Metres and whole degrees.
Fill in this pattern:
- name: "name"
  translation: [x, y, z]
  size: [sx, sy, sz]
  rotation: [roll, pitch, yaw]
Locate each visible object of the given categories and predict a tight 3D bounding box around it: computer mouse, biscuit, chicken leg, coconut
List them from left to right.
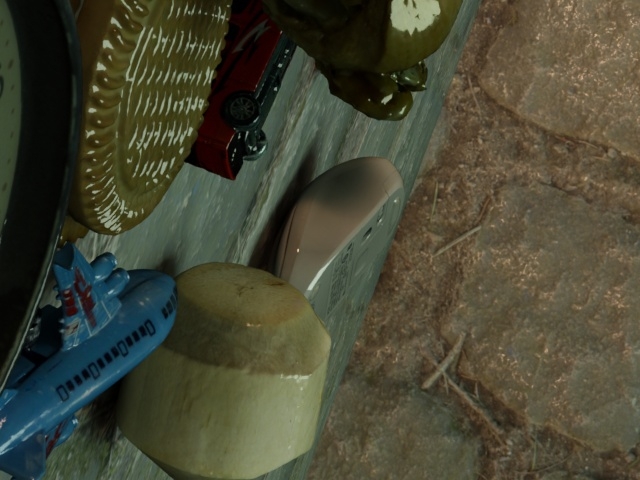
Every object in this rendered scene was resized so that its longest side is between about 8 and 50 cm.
- name: "biscuit"
  translation: [-0.131, -0.115, 0.947]
  size: [0.259, 0.079, 0.259]
  rotation: [19, 90, -81]
- name: "coconut"
  translation: [-0.095, 0.143, 1.357]
  size: [0.202, 0.202, 0.222]
  rotation: [-49, 156, -66]
- name: "computer mouse"
  translation: [0.000, 0.000, 1.851]
  size: [0.297, 0.121, 0.184]
  rotation: [-49, 163, -28]
- name: "chicken leg"
  translation: [0.012, -0.253, 1.031]
  size: [0.152, 0.201, 0.429]
  rotation: [-39, -154, 14]

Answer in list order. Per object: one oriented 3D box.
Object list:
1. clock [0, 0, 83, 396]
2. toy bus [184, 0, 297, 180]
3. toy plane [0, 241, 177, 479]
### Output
- name: "clock"
  translation: [-0.230, 0.020, 0.665]
  size: [0.386, 0.076, 0.386]
  rotation: [20, 90, -81]
- name: "toy bus"
  translation: [-0.067, -0.155, 1.196]
  size: [0.081, 0.089, 0.195]
  rotation: [83, 30, -72]
- name: "toy plane"
  translation: [-0.183, 0.085, 0.983]
  size: [0.271, 0.105, 0.254]
  rotation: [-59, 170, -57]
